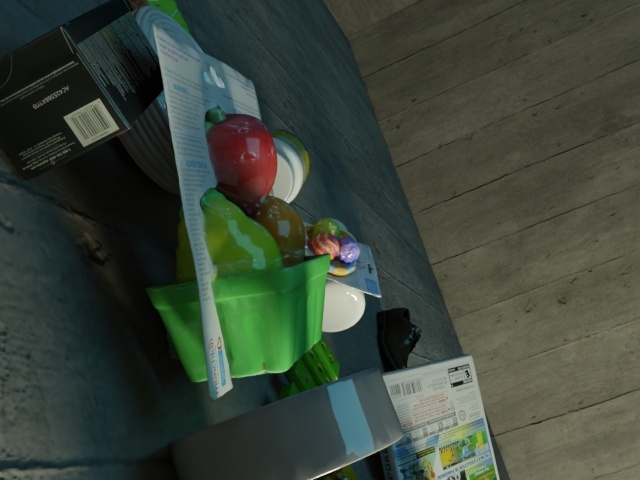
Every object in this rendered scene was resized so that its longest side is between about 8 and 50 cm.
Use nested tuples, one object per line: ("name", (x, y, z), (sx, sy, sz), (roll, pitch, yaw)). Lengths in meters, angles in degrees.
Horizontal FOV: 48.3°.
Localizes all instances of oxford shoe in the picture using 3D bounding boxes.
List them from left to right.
("oxford shoe", (0.192, 0.235, 1.688), (0.227, 0.096, 0.083), (-91, 156, -52))

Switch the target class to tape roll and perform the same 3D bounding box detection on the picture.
("tape roll", (-0.033, 0.193, 0.695), (0.072, 0.219, 0.219), (70, 15, 11))

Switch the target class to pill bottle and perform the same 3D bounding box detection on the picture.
("pill bottle", (-0.083, -0.113, 1.147), (0.208, 0.119, 0.119), (-71, 137, -76))
("pill bottle", (0.015, 0.054, 1.280), (0.117, 0.117, 0.215), (57, 18, -33))

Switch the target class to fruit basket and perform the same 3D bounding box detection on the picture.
("fruit basket", (-0.104, -0.030, 0.804), (0.327, 0.165, 0.353), (-18, 93, -78))

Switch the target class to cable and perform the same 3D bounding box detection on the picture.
("cable", (-0.194, -0.178, 0.937), (0.257, 0.089, 0.257), (63, 15, -17))

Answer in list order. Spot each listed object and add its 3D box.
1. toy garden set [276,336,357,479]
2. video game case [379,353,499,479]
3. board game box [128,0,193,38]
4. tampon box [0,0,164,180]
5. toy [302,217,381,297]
("toy garden set", (-0.003, 0.254, 1.062), (0.204, 0.049, 0.244), (61, 15, -16))
("video game case", (0.225, 0.384, 1.357), (0.329, 0.036, 0.300), (0, 75, -48))
("board game box", (-0.224, -0.298, 1.123), (0.259, 0.039, 0.124), (61, 16, -11))
("tampon box", (-0.235, -0.150, 0.684), (0.101, 0.120, 0.161), (60, 16, -22))
("toy", (0.000, 0.000, 1.178), (0.237, 0.056, 0.137), (18, 35, -19))
